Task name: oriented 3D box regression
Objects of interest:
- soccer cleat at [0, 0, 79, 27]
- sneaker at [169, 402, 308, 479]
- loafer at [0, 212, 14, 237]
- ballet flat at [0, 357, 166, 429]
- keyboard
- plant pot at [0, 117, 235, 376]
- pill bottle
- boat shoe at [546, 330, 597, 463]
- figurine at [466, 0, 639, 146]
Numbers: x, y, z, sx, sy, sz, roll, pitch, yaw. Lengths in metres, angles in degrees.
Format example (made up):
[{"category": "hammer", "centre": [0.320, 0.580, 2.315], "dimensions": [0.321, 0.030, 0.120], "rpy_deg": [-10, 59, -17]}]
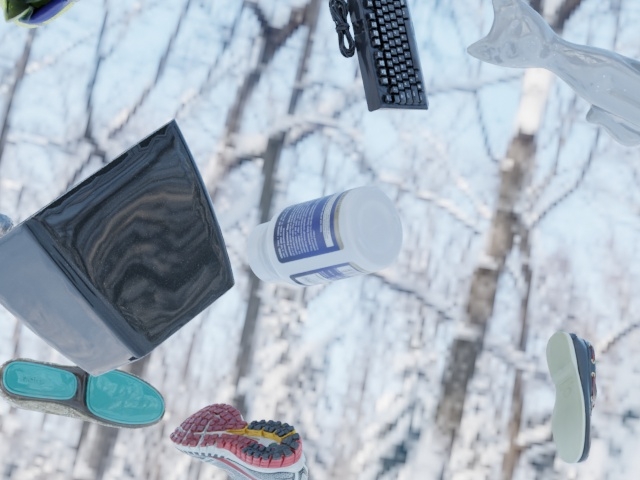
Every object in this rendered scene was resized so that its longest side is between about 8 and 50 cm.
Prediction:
[{"category": "soccer cleat", "centre": [-0.292, -0.260, 1.621], "dimensions": [0.093, 0.121, 0.289], "rpy_deg": [45, -21, -14]}, {"category": "sneaker", "centre": [-0.107, 0.276, 2.051], "dimensions": [0.225, 0.088, 0.093], "rpy_deg": [13, -48, 44]}, {"category": "loafer", "centre": [-0.455, -0.015, 2.088], "dimensions": [0.078, 0.076, 0.223], "rpy_deg": [34, 1, 0]}, {"category": "ballet flat", "centre": [-0.288, 0.182, 1.911], "dimensions": [0.206, 0.073, 0.067], "rpy_deg": [17, -22, -16]}, {"category": "keyboard", "centre": [0.058, -0.221, 1.664], "dimensions": [0.108, 0.180, 0.023], "rpy_deg": [-4, -13, -34]}, {"category": "plant pot", "centre": [-0.196, 0.021, 1.524], "dimensions": [0.167, 0.187, 0.188], "rpy_deg": [56, -33, -7]}, {"category": "pill bottle", "centre": [0.000, 0.000, 1.771], "dimensions": [0.169, 0.094, 0.094], "rpy_deg": [-13, -31, 42]}, {"category": "boat shoe", "centre": [0.248, 0.152, 1.545], "dimensions": [0.042, 0.133, 0.049], "rpy_deg": [16, -32, -29]}, {"category": "figurine", "centre": [0.268, -0.219, 1.512], "dimensions": [0.209, 0.215, 0.092], "rpy_deg": [27, 14, -5]}]
